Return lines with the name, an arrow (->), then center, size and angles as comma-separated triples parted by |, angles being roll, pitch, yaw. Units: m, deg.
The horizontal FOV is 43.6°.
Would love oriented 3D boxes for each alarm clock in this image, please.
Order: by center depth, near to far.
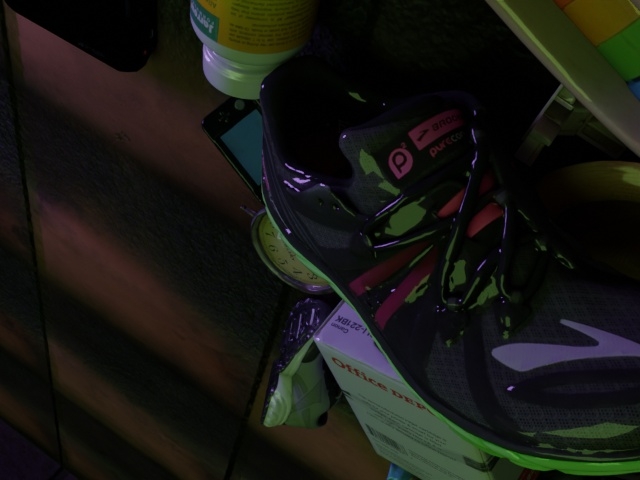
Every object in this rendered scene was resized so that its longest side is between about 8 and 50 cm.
alarm clock -> 0.000, 0.000, 0.938 | 0.192, 0.064, 0.129 | 6, 131, 41

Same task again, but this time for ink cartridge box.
ink cartridge box -> 0.133, 0.178, 0.903 | 0.197, 0.114, 0.273 | 22, 152, 36

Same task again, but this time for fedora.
fedora -> 0.268, -0.008, 0.675 | 0.194, 0.079, 0.194 | 26, 142, 22

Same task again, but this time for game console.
game console -> -0.268, -0.356, 0.832 | 0.213, 0.044, 0.361 | 30, 142, 14
game console -> -0.050, -0.112, 0.866 | 0.122, 0.107, 0.071 | 53, 170, -14

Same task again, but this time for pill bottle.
pill bottle -> -0.055, -0.231, 0.706 | 0.118, 0.117, 0.208 | 32, 143, 13

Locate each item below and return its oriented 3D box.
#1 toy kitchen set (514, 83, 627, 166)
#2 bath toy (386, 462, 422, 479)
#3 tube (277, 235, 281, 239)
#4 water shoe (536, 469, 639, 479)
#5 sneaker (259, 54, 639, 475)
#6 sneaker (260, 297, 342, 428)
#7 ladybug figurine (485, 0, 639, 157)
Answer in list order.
toy kitchen set -> 0.213, -0.092, 0.636 | 0.075, 0.083, 0.068 | 35, 144, 8
bath toy -> 0.256, 0.363, 1.011 | 0.348, 0.151, 0.129 | 17, 136, 24
tube -> 0.069, -0.019, 0.836 | 0.240, 0.070, 0.062 | 14, 154, 20
water shoe -> 0.350, 0.313, 0.930 | 0.203, 0.080, 0.073 | 17, 138, 29
sneaker -> 0.094, -0.001, 0.630 | 0.483, 0.185, 0.202 | 35, 156, 36
sneaker -> -0.011, 0.177, 1.120 | 0.108, 0.100, 0.271 | 13, 138, -3
ladybug figurine -> 0.203, -0.171, 0.447 | 0.449, 0.162, 0.305 | 46, -174, -8
